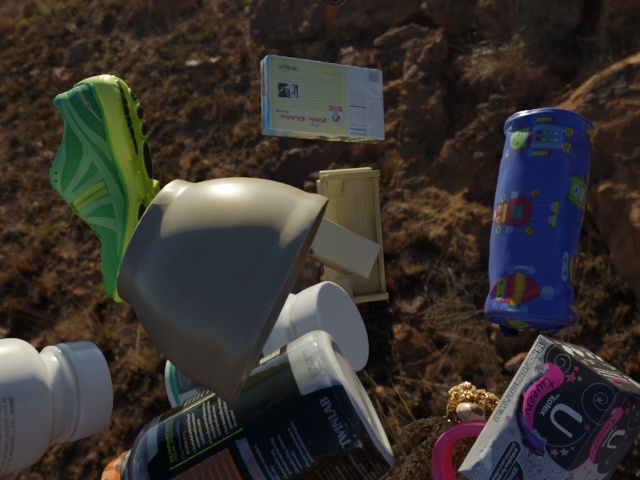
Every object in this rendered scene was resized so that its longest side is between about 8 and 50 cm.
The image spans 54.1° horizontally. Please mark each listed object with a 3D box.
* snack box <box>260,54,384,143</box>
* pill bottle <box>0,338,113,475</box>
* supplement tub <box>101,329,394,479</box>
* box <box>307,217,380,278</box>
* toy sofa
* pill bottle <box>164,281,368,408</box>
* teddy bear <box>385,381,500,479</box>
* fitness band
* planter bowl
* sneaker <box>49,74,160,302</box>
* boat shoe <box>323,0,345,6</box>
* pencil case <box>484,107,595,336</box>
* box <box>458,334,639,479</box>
[{"bbox_3d":[0.009,-0.351,1.587,0.321,0.187,0.060,1,-5,-24],"label":"snack box"},{"bbox_3d":[-0.331,0.164,0.606,0.131,0.131,0.229,20,16,42],"label":"pill bottle"},{"bbox_3d":[-0.087,0.261,0.757,0.315,0.194,0.194,-29,39,2],"label":"supplement tub"},{"bbox_3d":[0.000,0.000,1.554,0.094,0.275,0.113,-67,13,-11],"label":"box"},{"bbox_3d":[0.087,-0.015,1.718,0.150,0.363,0.177,-6,5,-8],"label":"toy sofa"},{"bbox_3d":[-0.102,0.224,1.191,0.361,0.204,0.204,-27,37,25],"label":"pill bottle"},{"bbox_3d":[0.276,0.467,1.362,0.338,0.113,0.245,-41,39,6],"label":"teddy bear"},{"bbox_3d":[0.325,0.492,1.199,0.209,0.291,0.054,-26,-12,39],"label":"fitness band"},{"bbox_3d":[-0.075,0.020,0.454,0.109,0.162,0.162,26,54,2],"label":"planter bowl"},{"bbox_3d":[-0.287,-0.065,0.839,0.123,0.296,0.109,-6,3,11],"label":"sneaker"},{"bbox_3d":[-0.006,-0.353,0.770,0.049,0.137,0.043,-26,18,6],"label":"boat shoe"},{"bbox_3d":[0.300,-0.021,0.851,0.119,0.133,0.306,-7,69,52],"label":"pencil case"},{"bbox_3d":[0.350,0.288,0.922,0.142,0.163,0.247,37,103,47],"label":"box"}]
